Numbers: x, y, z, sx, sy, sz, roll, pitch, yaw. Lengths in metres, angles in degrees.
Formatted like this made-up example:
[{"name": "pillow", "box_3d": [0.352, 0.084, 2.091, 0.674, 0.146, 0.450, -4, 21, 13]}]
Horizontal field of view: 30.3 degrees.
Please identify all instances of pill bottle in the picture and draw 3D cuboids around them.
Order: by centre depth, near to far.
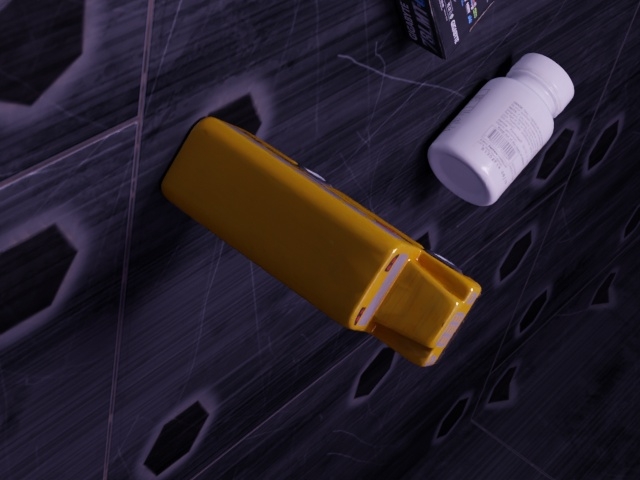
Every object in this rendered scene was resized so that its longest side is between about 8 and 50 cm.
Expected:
[{"name": "pill bottle", "box_3d": [0.281, -0.174, 1.814, 0.229, 0.131, 0.131, -48, 156, -17]}]

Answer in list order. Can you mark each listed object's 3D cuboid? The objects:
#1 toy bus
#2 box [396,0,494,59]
[{"name": "toy bus", "box_3d": [0.000, 0.000, 1.244, 0.108, 0.332, 0.130, -58, 158, 6]}, {"name": "box", "box_3d": [0.193, -0.405, 1.409, 0.293, 0.073, 0.295, -53, 157, -9]}]
